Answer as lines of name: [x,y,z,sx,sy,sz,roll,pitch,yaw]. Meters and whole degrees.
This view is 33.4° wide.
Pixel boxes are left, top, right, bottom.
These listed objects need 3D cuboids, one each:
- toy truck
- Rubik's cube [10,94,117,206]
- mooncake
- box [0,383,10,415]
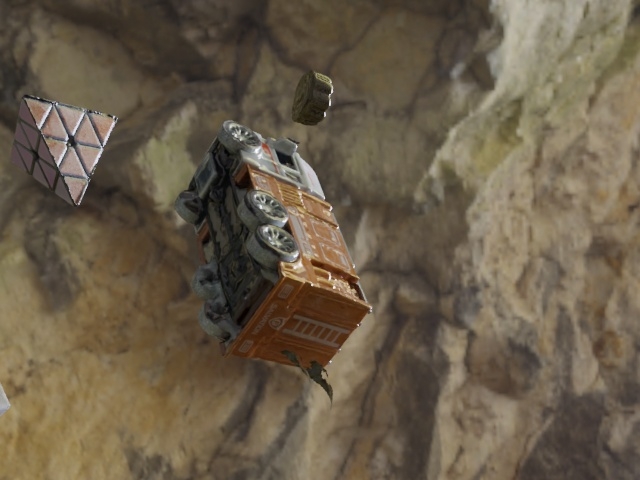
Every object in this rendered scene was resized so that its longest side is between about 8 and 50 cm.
toy truck: [-0.070,0.001,1.543,0.207,0.173,0.387,19,-149,-29]
Rubik's cube: [-0.515,-0.185,1.920,0.178,0.190,0.211,-11,-136,32]
mooncake: [-0.013,0.001,1.133,0.057,0.346,0.150,-1,-157,-10]
box: [-0.392,0.181,0.925,0.150,0.067,0.233,-9,158,-47]
